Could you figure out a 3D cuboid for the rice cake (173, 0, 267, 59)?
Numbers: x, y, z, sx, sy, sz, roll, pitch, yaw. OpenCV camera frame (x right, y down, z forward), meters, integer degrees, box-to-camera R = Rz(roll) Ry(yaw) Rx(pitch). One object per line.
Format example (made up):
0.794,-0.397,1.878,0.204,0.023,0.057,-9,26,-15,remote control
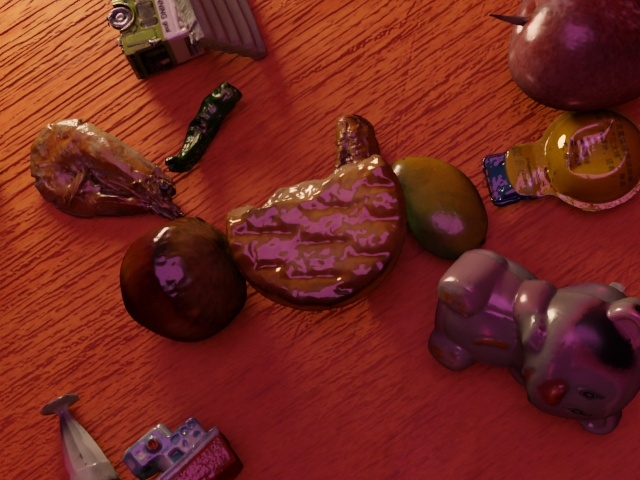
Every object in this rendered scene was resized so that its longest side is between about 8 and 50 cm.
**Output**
-0.181,-0.398,1.752,0.037,0.189,0.198,-33,68,34,rice cake

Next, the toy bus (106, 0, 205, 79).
-0.300,-0.434,1.804,0.139,0.113,0.302,-17,73,-1,toy bus

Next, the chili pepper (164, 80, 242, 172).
-0.195,-0.179,1.741,0.050,0.073,0.182,34,75,-9,chili pepper

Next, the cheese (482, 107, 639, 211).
0.390,-0.123,1.655,0.270,0.069,0.177,-13,74,7,cheese

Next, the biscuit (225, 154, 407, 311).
0.000,0.000,1.589,0.274,0.091,0.213,-14,78,5,biscuit

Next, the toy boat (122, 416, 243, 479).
-0.273,0.391,1.564,0.332,0.145,0.133,-43,74,-11,toy boat

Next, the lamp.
0.333,0.127,1.545,0.301,0.247,0.247,25,40,24,lamp

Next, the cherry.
0.388,-0.304,1.624,0.285,0.213,0.236,11,60,-6,cherry

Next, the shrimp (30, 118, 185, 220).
-0.350,-0.096,1.750,0.294,0.062,0.154,25,92,15,shrimp

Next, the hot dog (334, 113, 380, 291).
0.065,-0.060,1.672,0.068,0.083,0.289,-14,73,37,hot dog

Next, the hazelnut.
-0.222,0.067,1.633,0.208,0.208,0.208,-2,75,7,hazelnut

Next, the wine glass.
-0.373,0.318,1.637,0.073,0.073,0.155,-31,71,-2,wine glass

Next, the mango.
0.185,-0.058,1.655,0.122,0.085,0.191,-29,75,2,mango
